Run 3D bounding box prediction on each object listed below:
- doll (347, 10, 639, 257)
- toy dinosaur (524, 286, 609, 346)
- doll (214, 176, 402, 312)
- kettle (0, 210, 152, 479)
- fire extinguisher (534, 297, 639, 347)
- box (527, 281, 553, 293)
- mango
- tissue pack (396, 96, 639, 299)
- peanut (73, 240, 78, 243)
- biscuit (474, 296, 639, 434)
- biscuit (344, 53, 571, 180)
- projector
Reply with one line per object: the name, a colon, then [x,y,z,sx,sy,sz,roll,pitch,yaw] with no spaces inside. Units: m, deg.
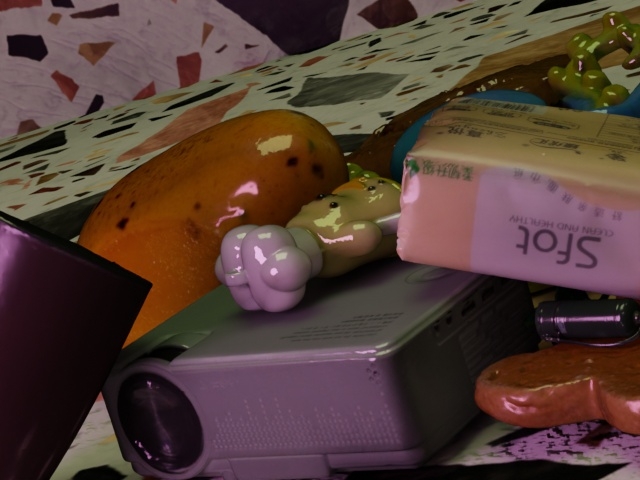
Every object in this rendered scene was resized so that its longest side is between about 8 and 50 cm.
doll: [0.178,-0.061,1.539,0.346,0.099,0.341,-33,29,-16]
toy dinosaur: [0.179,0.049,1.291,0.029,0.060,0.119,0,23,39]
doll: [0.000,0.000,1.292,0.162,0.062,0.106,-26,11,-34]
kettle: [-0.226,0.101,1.256,0.144,0.232,0.202,26,-1,-1]
fire extinguisher: [0.173,0.051,1.162,0.083,0.025,0.038,-5,54,40]
box: [0.145,-0.002,1.593,0.153,0.041,0.279,-17,13,0]
mango: [-0.078,-0.014,1.508,0.290,0.160,0.191,-34,6,43]
tissue pack: [0.173,-0.029,1.233,0.222,0.090,0.186,10,20,10]
peanut: [-0.144,0.035,1.683,0.274,0.111,0.125,-18,-1,-18]
biscuit: [0.265,0.054,1.190,0.324,0.049,0.205,-28,18,-39]
biscuit: [0.145,-0.121,1.921,0.296,0.075,0.296,-25,2,1]
projector: [0.000,0.088,1.283,0.256,0.099,0.192,-7,15,36]
